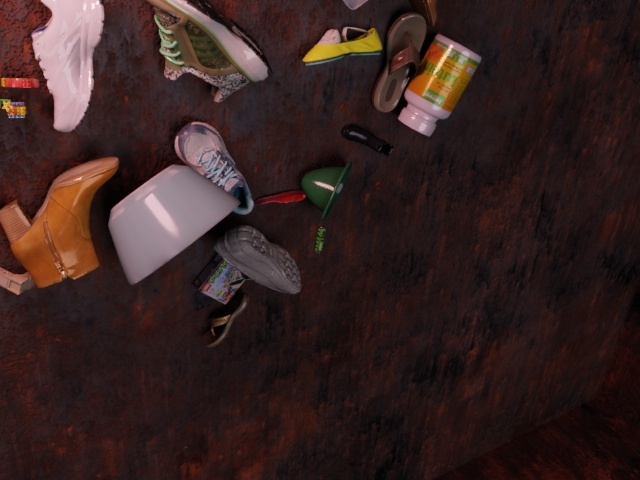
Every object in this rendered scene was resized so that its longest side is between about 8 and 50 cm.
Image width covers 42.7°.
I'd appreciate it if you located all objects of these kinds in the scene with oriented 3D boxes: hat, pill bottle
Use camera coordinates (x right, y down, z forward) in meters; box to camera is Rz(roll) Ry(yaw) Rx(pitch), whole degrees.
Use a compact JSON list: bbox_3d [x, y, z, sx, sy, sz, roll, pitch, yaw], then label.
[{"bbox_3d":[-0.038,-0.163,2.157,0.172,0.184,0.208,-67,175,29],"label":"hat"},{"bbox_3d":[0.307,-0.406,2.161,0.136,0.136,0.245,13,112,-43],"label":"pill bottle"}]

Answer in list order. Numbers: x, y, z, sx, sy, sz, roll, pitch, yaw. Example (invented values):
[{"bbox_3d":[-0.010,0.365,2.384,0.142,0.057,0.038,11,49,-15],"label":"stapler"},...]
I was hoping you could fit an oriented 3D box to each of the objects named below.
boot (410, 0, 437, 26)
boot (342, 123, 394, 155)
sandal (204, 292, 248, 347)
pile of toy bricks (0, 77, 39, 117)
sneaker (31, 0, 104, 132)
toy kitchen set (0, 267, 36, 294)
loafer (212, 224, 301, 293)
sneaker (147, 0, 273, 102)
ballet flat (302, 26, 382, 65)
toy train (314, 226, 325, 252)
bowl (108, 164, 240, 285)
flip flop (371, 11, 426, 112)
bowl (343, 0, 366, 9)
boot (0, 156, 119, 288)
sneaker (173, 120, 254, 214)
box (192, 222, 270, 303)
[{"bbox_3d":[0.296,-0.643,2.028,0.152,0.073,0.197,-40,139,-13],"label":"boot"},{"bbox_3d":[0.128,-0.262,2.155,0.121,0.099,0.045,10,112,-42],"label":"boot"},{"bbox_3d":[-0.264,0.210,2.228,0.049,0.072,0.180,35,95,-31],"label":"sandal"},{"bbox_3d":[-0.636,-0.260,1.538,0.212,0.105,0.118,-7,105,-34],"label":"pile of toy bricks"},{"bbox_3d":[-0.505,-0.356,1.611,0.129,0.111,0.297,4,115,-22],"label":"sneaker"},{"bbox_3d":[-0.672,0.063,1.825,0.068,0.075,0.083,-68,173,25],"label":"toy kitchen set"},{"bbox_3d":[-0.156,0.059,2.128,0.112,0.112,0.319,-18,143,23],"label":"loafer"},{"bbox_3d":[-0.280,-0.413,1.707,0.182,0.158,0.410,-43,135,14],"label":"sneaker"},{"bbox_3d":[0.050,-0.473,1.970,0.231,0.077,0.077,-16,108,-32],"label":"ballet flat"},{"bbox_3d":[0.000,0.000,2.305,0.017,0.024,0.083,-12,127,-31],"label":"toy train"},{"bbox_3d":[-0.348,-0.056,1.831,0.312,0.311,0.163,-37,98,-10],"label":"bowl"},{"bbox_3d":[0.209,-0.448,2.093,0.112,0.080,0.277,0,123,-33],"label":"flip flop"},{"bbox_3d":[0.081,-0.626,1.884,0.142,0.053,0.142,-42,137,-3],"label":"bowl"},{"bbox_3d":[-0.527,-0.036,1.775,0.295,0.104,0.211,-28,115,-3],"label":"boot"},{"bbox_3d":[-0.234,-0.167,1.927,0.110,0.122,0.283,-42,137,-6],"label":"sneaker"},{"bbox_3d":[-0.231,0.063,2.163,0.207,0.036,0.114,-51,137,5],"label":"box"}]
